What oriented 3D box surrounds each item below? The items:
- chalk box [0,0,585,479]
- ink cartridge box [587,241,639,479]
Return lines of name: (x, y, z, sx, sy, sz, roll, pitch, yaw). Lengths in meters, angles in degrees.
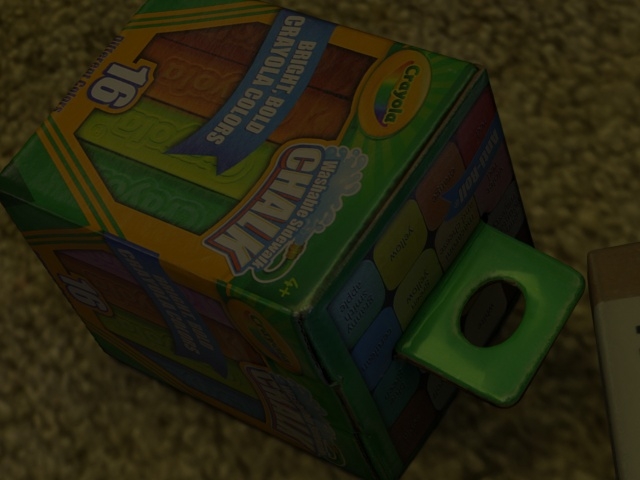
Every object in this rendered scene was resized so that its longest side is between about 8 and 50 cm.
chalk box: (0.000, 0.000, 0.632, 0.213, 0.132, 0.132, 20, 62, 32)
ink cartridge box: (0.199, 0.100, 0.508, 0.193, 0.088, 0.235, -10, 51, 11)
